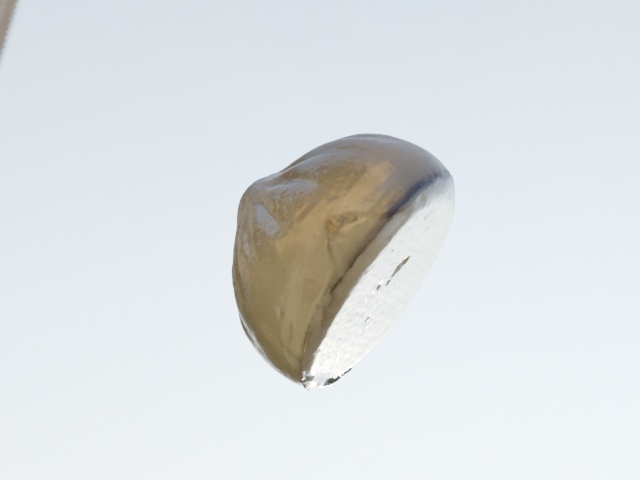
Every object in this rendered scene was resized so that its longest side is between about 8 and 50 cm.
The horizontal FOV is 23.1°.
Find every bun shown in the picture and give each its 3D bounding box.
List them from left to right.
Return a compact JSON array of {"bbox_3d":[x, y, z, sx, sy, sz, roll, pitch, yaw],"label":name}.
[{"bbox_3d":[0.000,0.000,0.797,0.094,0.138,0.138,34,-40,20],"label":"bun"}]
